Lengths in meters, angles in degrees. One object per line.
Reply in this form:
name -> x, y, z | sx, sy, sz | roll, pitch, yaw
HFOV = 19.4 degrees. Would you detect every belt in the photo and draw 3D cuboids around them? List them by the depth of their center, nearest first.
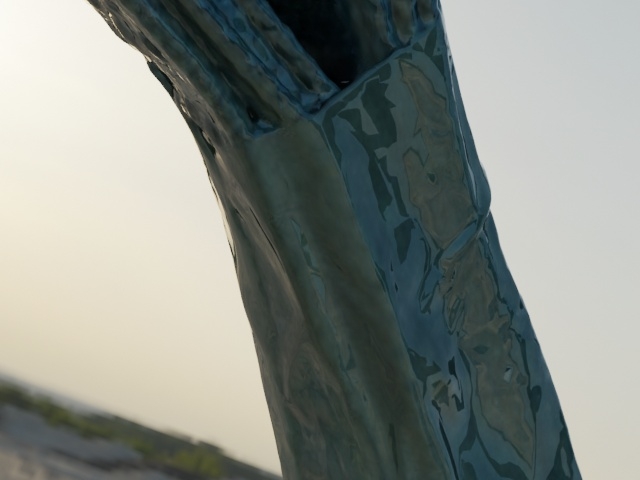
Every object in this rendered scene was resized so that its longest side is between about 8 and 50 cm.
belt -> 0.000, 0.000, 0.454 | 0.072, 0.087, 0.302 | 14, -49, 52
